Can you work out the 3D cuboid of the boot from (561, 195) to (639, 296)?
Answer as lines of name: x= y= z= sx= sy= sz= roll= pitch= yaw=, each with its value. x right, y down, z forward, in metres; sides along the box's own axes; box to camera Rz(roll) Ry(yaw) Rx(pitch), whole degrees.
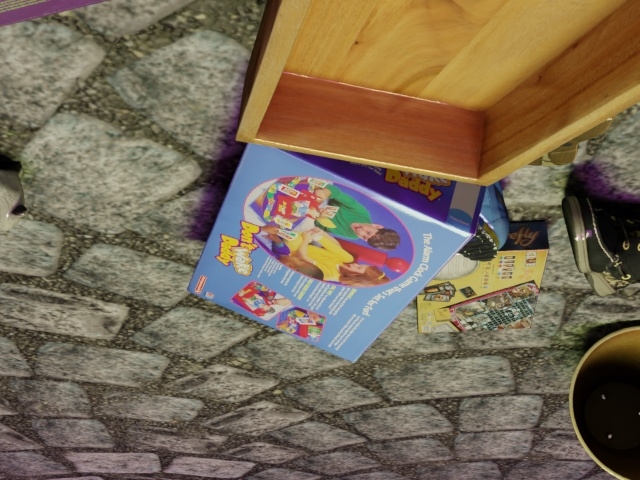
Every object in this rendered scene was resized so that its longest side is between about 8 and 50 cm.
boot: x=0.385 y=-0.010 z=1.038 sx=0.179 sy=0.085 sz=0.236 roll=-15 pitch=154 yaw=21

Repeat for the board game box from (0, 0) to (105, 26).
board game box: x=-0.245 y=-0.249 z=0.649 sx=0.347 sy=0.056 sz=0.208 roll=-8 pitch=154 yaw=15

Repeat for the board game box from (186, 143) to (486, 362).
board game box: x=0.000 y=0.000 z=0.994 sx=0.233 sy=0.078 sz=0.347 roll=24 pitch=147 yaw=-6

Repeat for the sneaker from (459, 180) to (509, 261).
sneaker: x=0.147 y=-0.072 z=0.961 sx=0.069 sy=0.082 sz=0.209 roll=-1 pitch=138 yaw=40

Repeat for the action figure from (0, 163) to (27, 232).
action figure: x=-0.480 y=-0.056 z=0.943 sx=0.330 sy=0.178 sz=0.341 roll=-2 pitch=124 yaw=-9

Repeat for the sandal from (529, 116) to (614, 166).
sandal: x=0.238 y=-0.120 z=0.882 sx=0.072 sy=0.049 sz=0.180 roll=5 pitch=166 yaw=2

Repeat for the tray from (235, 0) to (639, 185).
tray: x=0.075 y=-0.121 z=0.495 sx=0.203 sy=0.076 sz=0.411 roll=10 pitch=170 yaw=-9

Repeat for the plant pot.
plant pot: x=0.501 y=0.274 z=1.437 sx=0.237 sy=0.237 sz=0.254 roll=-3 pitch=165 yaw=5

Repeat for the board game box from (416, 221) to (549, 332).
board game box: x=0.209 y=0.055 z=1.196 sx=0.165 sy=0.042 sz=0.243 roll=-3 pitch=151 yaw=5
